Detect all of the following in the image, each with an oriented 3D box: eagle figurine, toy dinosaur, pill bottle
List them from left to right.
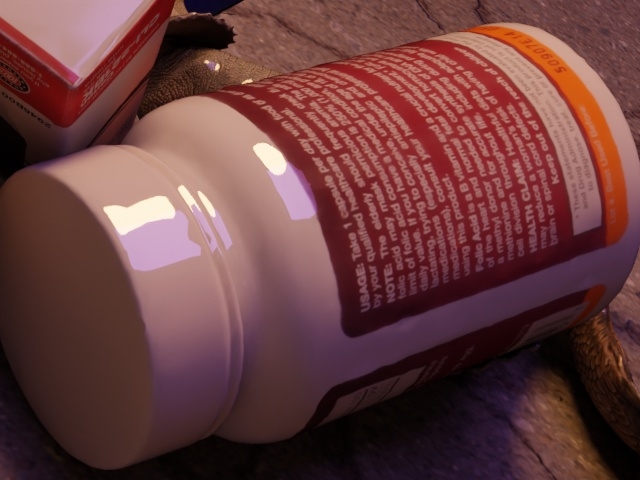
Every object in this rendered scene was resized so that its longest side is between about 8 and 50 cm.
[{"bbox_3d":[-0.056,-0.072,1.402,0.313,0.160,0.121,37,31,3],"label":"toy dinosaur"},{"bbox_3d":[0.000,0.000,1.236,0.392,0.224,0.224,-17,57,-35],"label":"pill bottle"},{"bbox_3d":[0.194,0.043,1.516,0.226,0.225,0.298,5,58,24],"label":"eagle figurine"}]

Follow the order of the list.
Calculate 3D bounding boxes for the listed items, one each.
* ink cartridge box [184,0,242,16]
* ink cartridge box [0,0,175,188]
[{"bbox_3d":[-0.198,-0.324,1.498,0.395,0.151,0.270,62,3,-50],"label":"ink cartridge box"},{"bbox_3d":[-0.212,-0.139,1.225,0.197,0.273,0.114,37,69,2],"label":"ink cartridge box"}]
